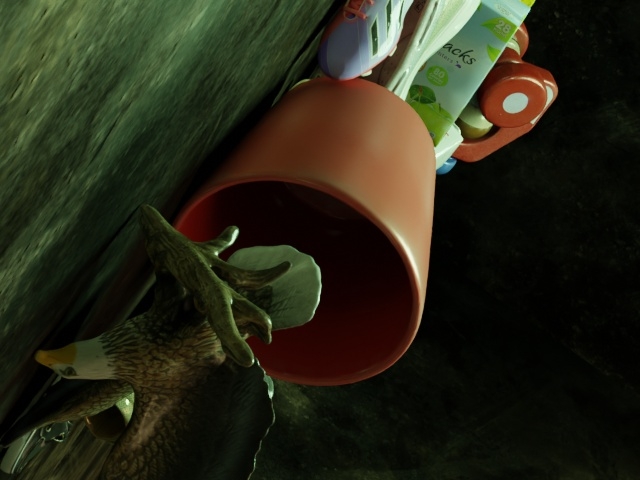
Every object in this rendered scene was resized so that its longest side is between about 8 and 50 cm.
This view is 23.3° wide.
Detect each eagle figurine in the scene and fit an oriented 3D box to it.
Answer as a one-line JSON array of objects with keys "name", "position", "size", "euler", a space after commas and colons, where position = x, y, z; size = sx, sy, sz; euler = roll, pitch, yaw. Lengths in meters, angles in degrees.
[{"name": "eagle figurine", "position": [-0.147, 0.121, 1.338], "size": [0.226, 0.225, 0.298], "euler": [-71, -178, -56]}]

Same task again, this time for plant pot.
[{"name": "plant pot", "position": [0.003, -0.028, 1.625], "size": [0.275, 0.275, 0.243], "euler": [-56, -173, 42]}]

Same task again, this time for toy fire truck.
[{"name": "toy fire truck", "position": [0.176, -0.213, 2.261], "size": [0.254, 0.302, 0.169], "euler": [-53, -148, 36]}]

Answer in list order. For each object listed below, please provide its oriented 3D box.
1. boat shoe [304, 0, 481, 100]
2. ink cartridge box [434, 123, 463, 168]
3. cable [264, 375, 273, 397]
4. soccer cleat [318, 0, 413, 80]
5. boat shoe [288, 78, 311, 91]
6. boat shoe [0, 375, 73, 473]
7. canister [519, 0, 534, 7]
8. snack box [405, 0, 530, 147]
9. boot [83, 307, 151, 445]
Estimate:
[{"name": "boat shoe", "position": [0.059, -0.212, 1.801], "size": [0.320, 0.118, 0.103], "euler": [-48, 154, 15]}, {"name": "ink cartridge box", "position": [0.064, -0.126, 2.065], "size": [0.203, 0.148, 0.086], "euler": [-32, 167, -31]}, {"name": "cable", "position": [-0.154, 0.175, 2.011], "size": [0.287, 0.072, 0.139], "euler": [0, -129, 37]}, {"name": "soccer cleat", "position": [0.073, -0.278, 1.650], "size": [0.248, 0.083, 0.095], "euler": [-50, 150, -16]}, {"name": "boat shoe", "position": [-0.032, -0.132, 1.769], "size": [0.133, 0.049, 0.042], "euler": [-50, -169, 48]}, {"name": "boat shoe", "position": [-0.259, 0.173, 1.516], "size": [0.142, 0.040, 0.049], "euler": [-55, 179, -5]}, {"name": "canister", "position": [0.179, -0.318, 1.979], "size": [0.073, 0.170, 0.126], "euler": [-56, 179, 27]}, {"name": "snack box", "position": [0.129, -0.246, 1.920], "size": [0.207, 0.174, 0.070], "euler": [-58, 179, 35]}, {"name": "boot", "position": [-0.207, 0.155, 1.842], "size": [0.203, 0.095, 0.262], "euler": [-49, -176, -24]}]
